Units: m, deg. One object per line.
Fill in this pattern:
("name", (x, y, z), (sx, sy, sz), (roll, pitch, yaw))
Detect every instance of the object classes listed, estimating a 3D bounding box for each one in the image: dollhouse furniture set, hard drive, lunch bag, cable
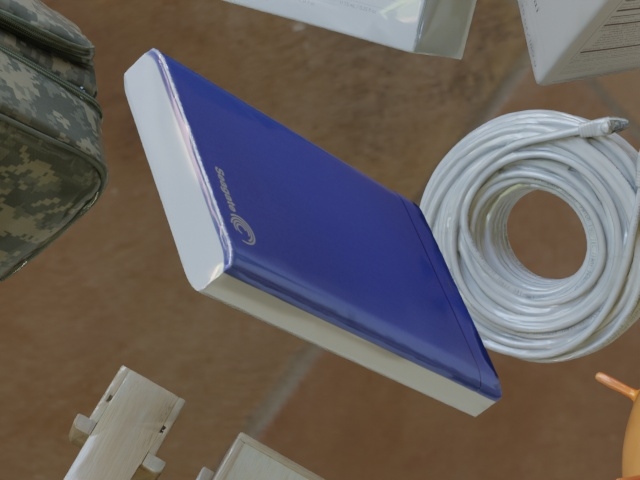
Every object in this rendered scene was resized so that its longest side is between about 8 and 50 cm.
("dollhouse furniture set", (-0.111, 0.295, 1.452), (0.303, 0.355, 0.174), (31, 65, -2))
("hard drive", (0.000, 0.000, 1.258), (0.319, 0.040, 0.210), (28, 31, -45))
("lunch bag", (-0.346, -0.145, 1.448), (0.305, 0.212, 0.256), (27, 36, -36))
("cable", (0.226, -0.006, 1.725), (0.089, 0.257, 0.257), (-23, 115, -64))

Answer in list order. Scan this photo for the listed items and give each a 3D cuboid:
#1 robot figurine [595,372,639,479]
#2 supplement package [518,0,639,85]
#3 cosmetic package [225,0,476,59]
("robot figurine", (0.237, 0.108, 0.786), (0.219, 0.128, 0.158), (12, 74, -4))
("supplement package", (0.230, -0.230, 1.068), (0.175, 0.293, 0.177), (-10, 81, -7))
("cosmetic package", (0.013, -0.370, 1.776), (0.097, 0.377, 0.284), (-1, 107, -51))
